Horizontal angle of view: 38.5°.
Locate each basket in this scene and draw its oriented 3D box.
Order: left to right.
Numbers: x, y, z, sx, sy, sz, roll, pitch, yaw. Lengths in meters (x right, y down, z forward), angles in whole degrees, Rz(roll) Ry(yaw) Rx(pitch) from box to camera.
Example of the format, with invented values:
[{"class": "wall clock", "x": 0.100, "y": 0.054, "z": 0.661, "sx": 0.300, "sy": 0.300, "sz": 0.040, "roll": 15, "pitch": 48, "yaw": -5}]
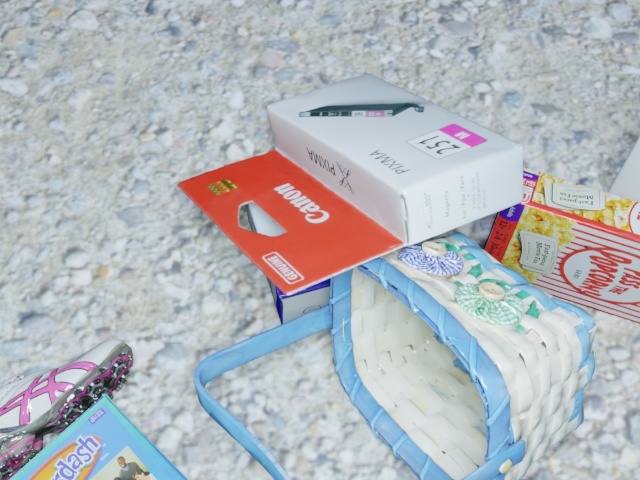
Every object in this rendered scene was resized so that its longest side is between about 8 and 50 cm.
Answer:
[{"class": "basket", "x": 0.066, "y": 0.121, "z": 0.783, "sx": 0.289, "sy": 0.201, "sz": 0.254, "roll": -29, "pitch": 42, "yaw": -24}]

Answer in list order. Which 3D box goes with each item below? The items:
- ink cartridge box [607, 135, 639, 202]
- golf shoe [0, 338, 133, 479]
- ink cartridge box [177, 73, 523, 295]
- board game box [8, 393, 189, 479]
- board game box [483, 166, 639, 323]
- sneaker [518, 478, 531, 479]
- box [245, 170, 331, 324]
[{"class": "ink cartridge box", "x": 0.443, "y": -0.098, "z": 0.930, "sx": 0.272, "sy": 0.198, "sz": 0.115, "roll": -28, "pitch": 65, "yaw": -16}, {"class": "golf shoe", "x": -0.261, "y": 0.146, "z": 0.852, "sx": 0.186, "sy": 0.067, "sz": 0.086, "roll": -39, "pitch": 67, "yaw": -20}, {"class": "ink cartridge box", "x": 0.013, "y": -0.070, "z": 0.865, "sx": 0.238, "sy": 0.060, "sz": 0.275, "roll": -20, "pitch": 31, "yaw": -20}, {"class": "board game box", "x": -0.178, "y": 0.263, "z": 0.800, "sx": 0.210, "sy": 0.047, "sz": 0.160, "roll": 41, "pitch": 68, "yaw": 19}, {"class": "board game box", "x": 0.263, "y": 0.009, "z": 0.896, "sx": 0.193, "sy": 0.147, "sz": 0.045, "roll": 18, "pitch": 62, "yaw": 9}, {"class": "sneaker", "x": 0.283, "y": 0.297, "z": 0.734, "sx": 0.365, "sy": 0.150, "sz": 0.135, "roll": 29, "pitch": 63, "yaw": 14}, {"class": "box", "x": 0.000, "y": 0.000, "z": 0.937, "sx": 0.126, "sy": 0.072, "sz": 0.137, "roll": -15, "pitch": 63, "yaw": -9}]
